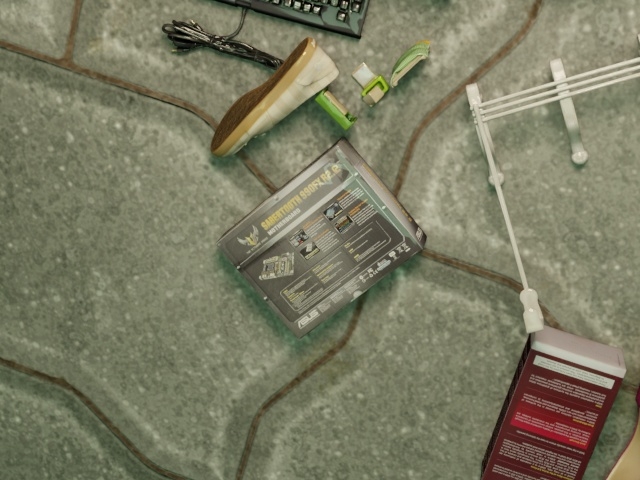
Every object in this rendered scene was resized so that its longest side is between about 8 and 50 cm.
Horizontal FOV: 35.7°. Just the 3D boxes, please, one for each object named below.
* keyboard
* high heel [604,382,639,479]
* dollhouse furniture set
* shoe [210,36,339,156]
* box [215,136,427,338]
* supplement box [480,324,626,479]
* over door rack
[{"bbox_3d":[-0.096,-0.320,1.289,0.317,0.033,0.201,16,111,6],"label":"keyboard"},{"bbox_3d":[0.416,0.310,1.344,0.181,0.127,0.377,-9,110,3],"label":"high heel"},{"bbox_3d":[0.069,-0.213,1.267,0.152,0.076,0.058,-41,97,22],"label":"dollhouse furniture set"},{"bbox_3d":[-0.064,-0.173,1.301,0.058,0.076,0.219,33,125,-26],"label":"shoe"},{"bbox_3d":[0.000,0.000,1.365,0.231,0.056,0.183,-38,97,20],"label":"box"},{"bbox_3d":[0.318,0.247,1.376,0.130,0.073,0.239,18,110,6],"label":"supplement box"},{"bbox_3d":[0.331,-0.066,1.233,0.239,0.108,0.324,-15,84,15],"label":"over door rack"}]
